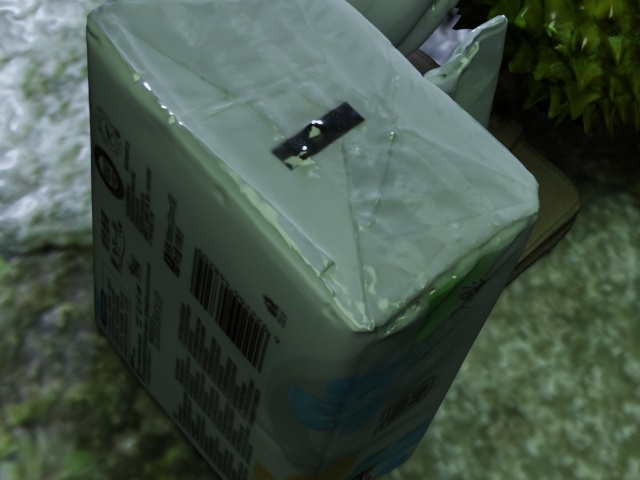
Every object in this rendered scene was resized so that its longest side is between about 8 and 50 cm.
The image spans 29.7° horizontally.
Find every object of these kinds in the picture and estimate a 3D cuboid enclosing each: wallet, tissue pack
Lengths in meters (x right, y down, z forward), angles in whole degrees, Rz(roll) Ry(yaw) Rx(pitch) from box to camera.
[{"bbox_3d":[0.058,-0.038,0.657,0.118,0.039,0.152,-39,71,-24],"label":"wallet"},{"bbox_3d":[0.000,0.000,0.514,0.145,0.229,0.159,-33,69,-26],"label":"tissue pack"}]

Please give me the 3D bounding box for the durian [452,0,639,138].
[{"bbox_3d":[0.187,-0.188,0.655,0.291,0.225,0.291,5,50,-6],"label":"durian"}]

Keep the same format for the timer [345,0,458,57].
[{"bbox_3d":[-0.003,-0.172,0.618,0.087,0.237,0.262,27,59,-27],"label":"timer"}]
